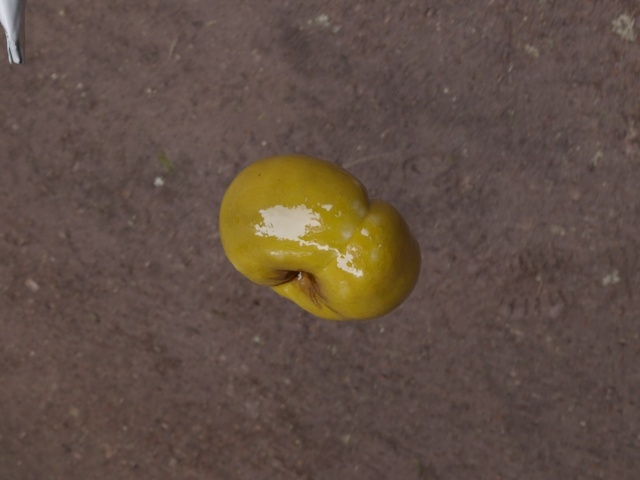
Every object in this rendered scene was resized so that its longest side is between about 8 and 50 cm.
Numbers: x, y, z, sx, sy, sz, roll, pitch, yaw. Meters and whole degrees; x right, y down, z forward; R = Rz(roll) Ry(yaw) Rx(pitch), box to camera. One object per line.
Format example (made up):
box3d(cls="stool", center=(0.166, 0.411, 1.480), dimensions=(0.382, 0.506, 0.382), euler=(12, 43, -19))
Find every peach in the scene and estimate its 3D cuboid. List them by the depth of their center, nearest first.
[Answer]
box3d(cls="peach", center=(0.000, 0.000, 0.915), dimensions=(0.179, 0.103, 0.179), euler=(24, 161, 9))

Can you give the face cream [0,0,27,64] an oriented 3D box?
box3d(cls="face cream", center=(-0.137, -0.199, 0.426), dimensions=(0.058, 0.092, 0.243), euler=(-5, 125, -8))
